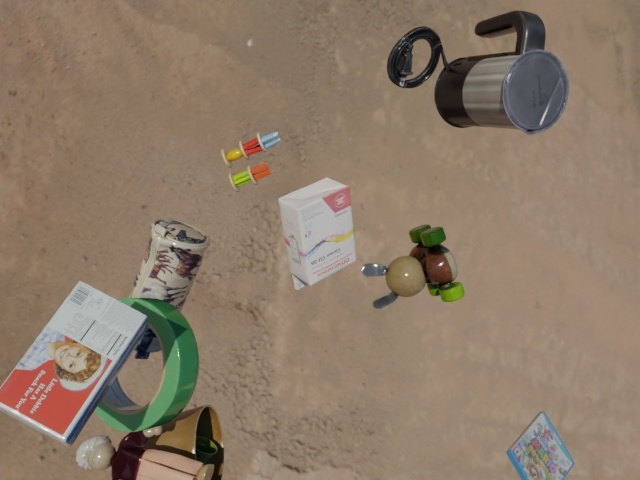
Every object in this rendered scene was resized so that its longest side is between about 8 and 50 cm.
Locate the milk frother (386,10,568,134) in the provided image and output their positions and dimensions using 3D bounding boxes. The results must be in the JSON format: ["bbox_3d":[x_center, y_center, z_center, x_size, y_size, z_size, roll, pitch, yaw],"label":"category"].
[{"bbox_3d":[0.165,-0.177,0.668,0.143,0.134,0.129,-17,107,-17],"label":"milk frother"}]

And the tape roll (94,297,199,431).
[{"bbox_3d":[-0.450,0.302,1.514,0.077,0.321,0.321,10,76,-62],"label":"tape roll"}]

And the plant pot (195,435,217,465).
[{"bbox_3d":[-0.347,0.614,1.743,0.083,0.083,0.079,20,99,-40],"label":"plant pot"}]

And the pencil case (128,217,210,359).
[{"bbox_3d":[-0.443,0.125,1.679,0.183,0.160,0.410,-18,139,-59],"label":"pencil case"}]

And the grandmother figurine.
[{"bbox_3d":[-0.442,0.557,1.520,0.104,0.342,0.208,73,29,-71],"label":"grandmother figurine"}]

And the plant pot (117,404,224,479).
[{"bbox_3d":[-0.427,0.598,1.719,0.237,0.254,0.237,-9,90,-83],"label":"plant pot"}]

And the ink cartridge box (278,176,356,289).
[{"bbox_3d":[0.000,0.000,1.116,0.115,0.067,0.198,-27,126,-28],"label":"ink cartridge box"}]

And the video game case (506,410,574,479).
[{"bbox_3d":[0.429,0.421,1.187,0.166,0.015,0.119,-21,78,-47],"label":"video game case"}]

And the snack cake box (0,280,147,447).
[{"bbox_3d":[-0.459,0.228,1.150,0.152,0.089,0.264,29,60,0],"label":"snack cake box"}]

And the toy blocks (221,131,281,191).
[{"bbox_3d":[-0.160,-0.200,1.515,0.054,0.148,0.123,42,27,-71],"label":"toy blocks"}]

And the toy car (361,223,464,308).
[{"bbox_3d":[0.185,0.071,1.308,0.188,0.149,0.155,-21,98,-7],"label":"toy car"}]
